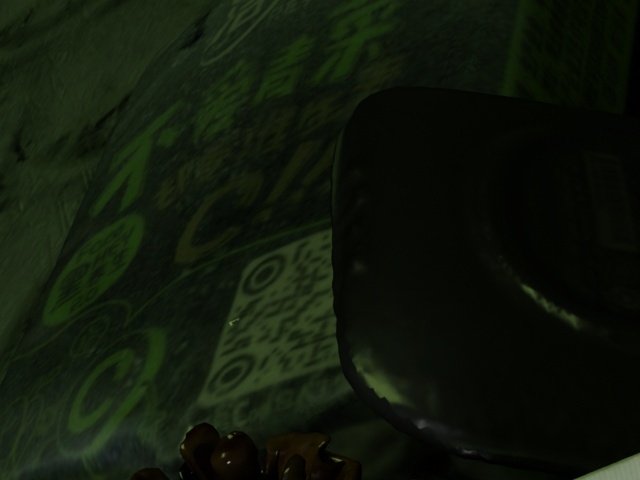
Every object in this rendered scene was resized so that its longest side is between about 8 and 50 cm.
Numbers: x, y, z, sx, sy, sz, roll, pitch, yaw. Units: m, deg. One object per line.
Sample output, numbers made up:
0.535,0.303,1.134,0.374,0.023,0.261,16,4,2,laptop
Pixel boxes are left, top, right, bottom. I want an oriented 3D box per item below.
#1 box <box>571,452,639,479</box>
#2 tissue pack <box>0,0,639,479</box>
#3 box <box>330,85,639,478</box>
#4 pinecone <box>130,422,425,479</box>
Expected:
0.108,0.098,0.551,0.084,0.154,0.040,-25,60,34,box
0.000,0.000,0.895,0.288,0.124,0.394,-25,31,32,tissue pack
0.102,0.011,0.671,0.212,0.201,0.042,-85,4,-56,box
-0.012,0.139,0.648,0.173,0.173,0.173,-35,27,21,pinecone
